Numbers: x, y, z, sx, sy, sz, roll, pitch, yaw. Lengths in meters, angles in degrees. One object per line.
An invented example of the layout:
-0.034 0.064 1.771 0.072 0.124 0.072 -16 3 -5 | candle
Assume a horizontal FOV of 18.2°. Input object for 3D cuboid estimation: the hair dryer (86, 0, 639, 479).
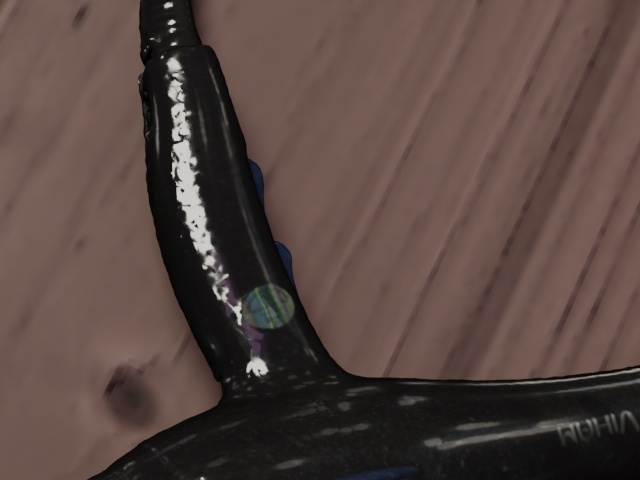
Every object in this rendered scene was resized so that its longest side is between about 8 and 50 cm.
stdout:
0.000 0.000 0.580 0.195 0.075 0.219 -12 75 -24 | hair dryer
